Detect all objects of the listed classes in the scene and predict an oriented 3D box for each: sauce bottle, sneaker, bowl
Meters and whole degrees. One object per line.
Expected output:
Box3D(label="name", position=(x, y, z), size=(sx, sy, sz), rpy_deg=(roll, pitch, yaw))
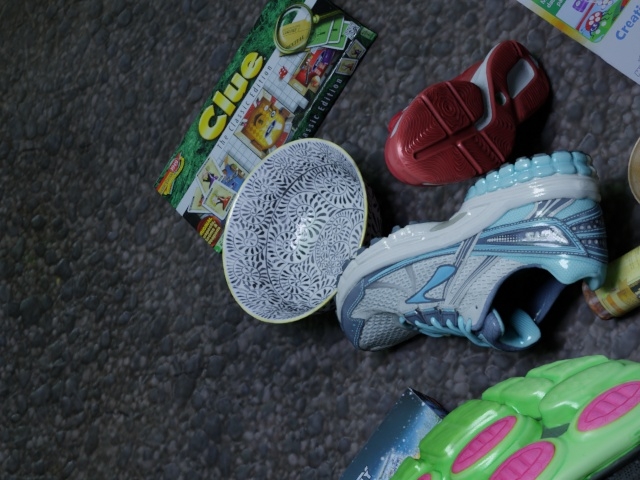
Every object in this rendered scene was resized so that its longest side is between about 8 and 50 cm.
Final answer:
Box3D(label="sauce bottle", position=(0.260, 0.017, 1.249), size=(0.128, 0.042, 0.042), rpy_deg=(-34, 55, 32))
Box3D(label="sneaker", position=(0.114, 0.040, 1.312), size=(0.283, 0.110, 0.122), rpy_deg=(-37, 57, 43))
Box3D(label="sneaker", position=(0.114, 0.287, 1.190), size=(0.483, 0.202, 0.185), rpy_deg=(-55, 16, 14))
Box3D(label="bowl", position=(0.000, 0.000, 1.467), size=(0.170, 0.080, 0.170), rpy_deg=(-17, 65, 39))
Box3D(label="sneaker", position=(0.095, -0.079, 1.351), size=(0.128, 0.221, 0.087), rpy_deg=(-35, 89, 42))

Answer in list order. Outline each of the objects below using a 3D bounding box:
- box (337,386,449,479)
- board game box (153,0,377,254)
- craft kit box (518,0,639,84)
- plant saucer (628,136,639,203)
Box3D(label="box", position=(0.060, 0.258, 1.329), size=(0.233, 0.044, 0.159), rpy_deg=(-53, 47, 6))
Box3D(label="board game box", position=(-0.058, -0.123, 1.602), size=(0.260, 0.030, 0.136), rpy_deg=(-58, 44, 10))
Box3D(label="craft kit box", position=(0.230, -0.277, 1.246), size=(0.250, 0.246, 0.061), rpy_deg=(-54, 23, 13))
Box3D(label="plant saucer", position=(0.280, -0.058, 1.278), size=(0.083, 0.015, 0.083), rpy_deg=(-16, 66, 38))
